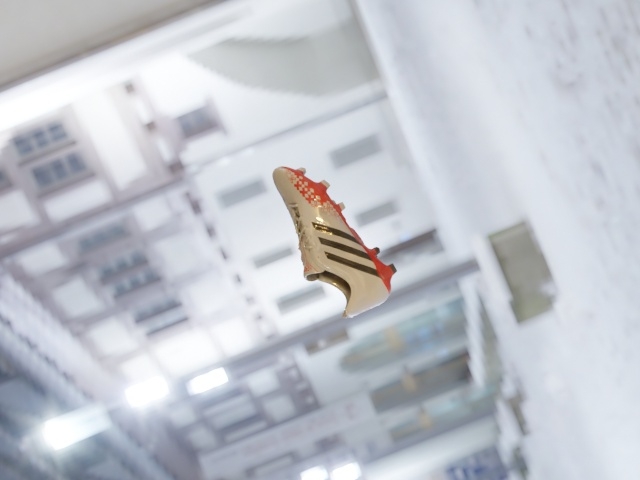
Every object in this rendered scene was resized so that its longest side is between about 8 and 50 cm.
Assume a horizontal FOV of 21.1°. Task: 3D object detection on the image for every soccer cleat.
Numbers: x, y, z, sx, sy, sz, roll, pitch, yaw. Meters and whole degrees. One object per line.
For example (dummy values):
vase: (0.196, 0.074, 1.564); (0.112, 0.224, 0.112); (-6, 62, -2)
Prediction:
soccer cleat: (0.000, 0.000, 0.810); (0.083, 0.035, 0.029); (50, 161, 11)
